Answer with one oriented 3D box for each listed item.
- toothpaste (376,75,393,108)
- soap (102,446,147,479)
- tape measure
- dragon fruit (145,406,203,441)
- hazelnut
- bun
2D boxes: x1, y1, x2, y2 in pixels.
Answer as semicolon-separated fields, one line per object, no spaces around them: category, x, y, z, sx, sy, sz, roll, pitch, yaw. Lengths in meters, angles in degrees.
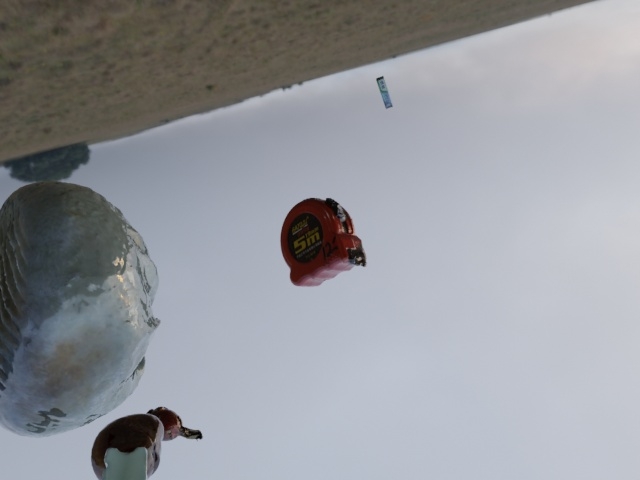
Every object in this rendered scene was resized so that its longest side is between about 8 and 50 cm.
toothpaste;0.161;-0.372;1.424;0.020;0.083;0.017;-15;-141;15
soap;-0.423;0.568;1.228;0.087;0.266;0.160;2;-127;-15
tape measure;0.000;0.000;1.642;0.253;0.261;0.113;-31;156;36
dragon fruit;-0.562;0.713;2.156;0.245;0.126;0.125;20;-169;1
hazelnut;-0.490;0.537;1.466;0.177;0.178;0.204;-9;-167;20
bun;-0.350;0.089;0.791;0.211;0.363;0.361;5;-178;-35
